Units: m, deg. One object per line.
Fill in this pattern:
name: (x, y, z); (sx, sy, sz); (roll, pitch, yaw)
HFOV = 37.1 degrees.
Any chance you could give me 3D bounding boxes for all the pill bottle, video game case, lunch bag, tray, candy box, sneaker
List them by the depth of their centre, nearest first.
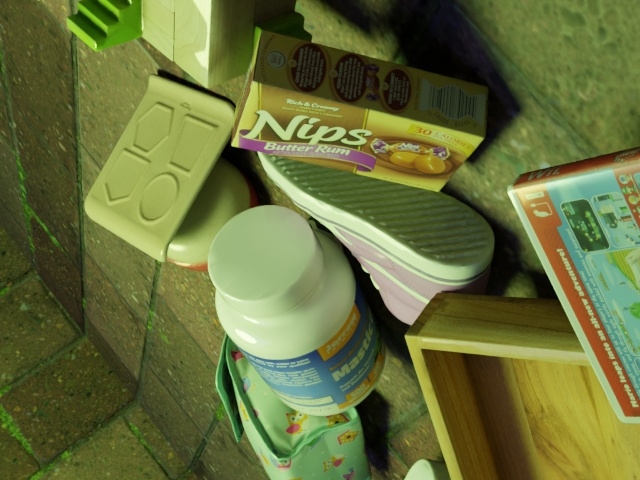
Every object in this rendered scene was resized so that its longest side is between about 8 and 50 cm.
video game case: (0.271, 0.025, 0.575); (0.285, 0.025, 0.204); (-12, 113, 48)
candy box: (0.029, -0.101, 0.773); (0.187, 0.053, 0.109); (11, 157, -11)
tray: (0.231, 0.236, 0.863); (0.203, 0.076, 0.410); (2, 123, 36)
sneaker: (0.042, -0.010, 0.947); (0.282, 0.102, 0.161); (41, 156, 27)
pill bottle: (-0.025, 0.079, 1.049); (0.152, 0.152, 0.272); (39, 167, 31)
sneaker: (0.000, 0.000, 1.104); (0.040, 0.044, 0.109); (38, 153, 29)
lunch bag: (-0.054, 0.235, 1.382); (0.262, 0.160, 0.223); (52, 164, 33)

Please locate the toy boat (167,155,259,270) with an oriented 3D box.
toy boat: (-0.164, -0.042, 1.272); (0.231, 0.151, 0.151); (32, 178, 41)

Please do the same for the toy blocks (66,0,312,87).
toy blocks: (-0.141, -0.321, 0.813); (0.381, 0.191, 0.261); (41, 142, 28)

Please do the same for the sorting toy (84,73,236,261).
sorting toy: (-0.200, -0.094, 1.199); (0.193, 0.208, 0.038); (26, -179, 43)

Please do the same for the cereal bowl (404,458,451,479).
cereal bowl: (0.154, 0.438, 1.135); (0.141, 0.339, 0.339); (13, 152, -3)
